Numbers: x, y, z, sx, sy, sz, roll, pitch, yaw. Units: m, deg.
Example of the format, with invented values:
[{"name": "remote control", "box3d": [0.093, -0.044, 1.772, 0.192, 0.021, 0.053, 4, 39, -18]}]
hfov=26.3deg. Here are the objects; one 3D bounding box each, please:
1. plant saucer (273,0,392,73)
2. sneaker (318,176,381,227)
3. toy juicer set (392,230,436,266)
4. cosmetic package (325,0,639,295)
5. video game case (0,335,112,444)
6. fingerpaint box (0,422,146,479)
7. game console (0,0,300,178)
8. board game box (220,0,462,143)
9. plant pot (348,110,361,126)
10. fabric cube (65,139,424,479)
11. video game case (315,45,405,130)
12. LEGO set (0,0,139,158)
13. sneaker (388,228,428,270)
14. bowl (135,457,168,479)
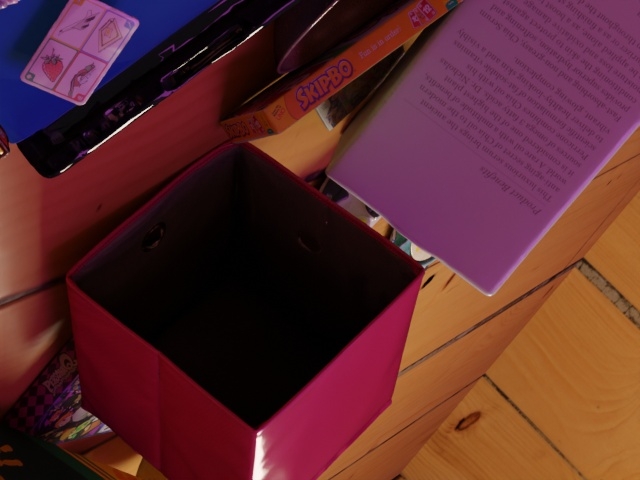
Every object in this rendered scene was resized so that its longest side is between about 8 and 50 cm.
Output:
[{"name": "plant saucer", "box3d": [0.070, -0.261, 1.195, 0.311, 0.050, 0.310, -38, -179, 1]}, {"name": "sneaker", "box3d": [0.000, 0.000, 1.717, 0.275, 0.107, 0.110, -40, 173, -9]}, {"name": "toy juicer set", "box3d": [0.170, -0.056, 1.895, 0.329, 0.089, 0.209, -4, 124, -55]}, {"name": "cosmetic package", "box3d": [0.232, -0.193, 1.452, 0.453, 0.230, 0.161, -51, -173, 19]}, {"name": "video game case", "box3d": [-0.244, 0.147, 1.603, 0.232, 0.042, 0.210, -48, 161, 17]}, {"name": "fingerpaint box", "box3d": [-0.402, 0.425, 1.505, 0.445, 0.163, 0.371, -46, 140, 7]}, {"name": "game console", "box3d": [-0.126, -0.198, 0.966, 0.293, 0.173, 0.250, -33, -163, 11]}, {"name": "board game box", "box3d": [0.028, -0.180, 1.346, 0.259, 0.039, 0.124, -35, -168, -20]}, {"name": "plant pot", "box3d": [0.076, -0.119, 1.633, 0.083, 0.081, 0.081, -36, 165, 11]}, {"name": "fabric cube", "box3d": [-0.081, 0.104, 1.412, 0.254, 0.259, 0.258, -42, 158, -29]}, {"name": "video game case", "box3d": [0.044, -0.178, 1.525, 0.122, 0.011, 0.087, -43, 164, -1]}, {"name": "LEGO set", "box3d": [-0.188, -0.148, 0.836, 0.182, 0.060, 0.244, 22, 120, -33]}, {"name": "sneaker", "box3d": [0.128, 0.010, 2.094, 0.081, 0.080, 0.211, -10, 134, -51]}, {"name": "bowl", "box3d": [-0.172, 0.312, 1.979, 0.289, 0.156, 0.289, -39, 163, -14]}]
